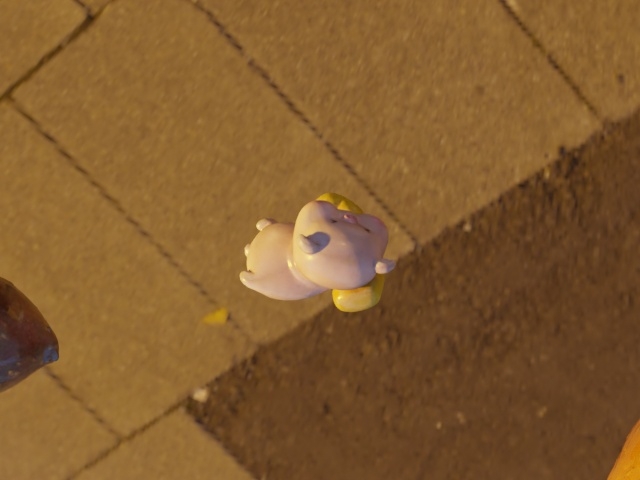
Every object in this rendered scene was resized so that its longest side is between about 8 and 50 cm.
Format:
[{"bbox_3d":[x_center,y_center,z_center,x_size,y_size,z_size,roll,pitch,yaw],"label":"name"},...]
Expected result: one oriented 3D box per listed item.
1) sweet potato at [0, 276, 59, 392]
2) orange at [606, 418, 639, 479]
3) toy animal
[{"bbox_3d":[-0.328,0.047,0.787,0.385,0.109,0.109,-1,123,1],"label":"sweet potato"},{"bbox_3d":[0.265,0.168,0.777,0.246,0.246,0.246,6,124,9],"label":"orange"},{"bbox_3d":[0.000,0.000,1.130,0.114,0.091,0.082,7,165,-1],"label":"toy animal"}]
